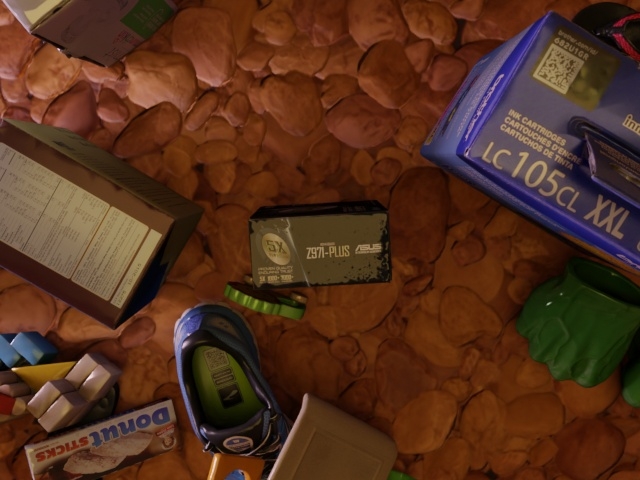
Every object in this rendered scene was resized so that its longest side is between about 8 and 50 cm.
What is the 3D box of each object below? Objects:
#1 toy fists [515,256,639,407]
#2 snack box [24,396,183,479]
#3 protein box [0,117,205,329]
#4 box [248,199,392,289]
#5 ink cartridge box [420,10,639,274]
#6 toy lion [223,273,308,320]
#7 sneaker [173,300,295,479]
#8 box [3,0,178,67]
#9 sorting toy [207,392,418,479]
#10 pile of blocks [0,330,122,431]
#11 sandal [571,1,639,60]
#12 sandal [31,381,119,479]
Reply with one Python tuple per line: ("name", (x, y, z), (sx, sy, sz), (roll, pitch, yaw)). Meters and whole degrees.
("toy fists", (0.372, 0.124, 0.930), (0.279, 0.096, 0.142), (22, 122, -3))
("snack box", (-0.261, 0.251, 0.955), (0.178, 0.022, 0.064), (-16, 96, -25))
("protein box", (-0.262, -0.023, 0.877), (0.201, 0.200, 0.136), (30, 94, -3))
("box", (0.000, 0.000, 0.890), (0.147, 0.180, 0.078), (-3, 97, 1))
("ink cartridge box", (0.265, -0.079, 0.774), (0.270, 0.395, 0.151), (30, 95, -2))
("toy lion", (-0.066, 0.072, 0.938), (0.100, 0.096, 0.034), (21, 95, -2))
("sneaker", (-0.091, 0.238, 0.929), (0.129, 0.147, 0.330), (-26, 96, 3))
("box", (-0.289, -0.319, 0.821), (0.126, 0.262, 0.231), (-39, 93, 3))
("sorting toy", (-0.007, 0.288, 0.890), (0.347, 0.047, 0.196), (37, 70, -40))
("pile of blocks", (-0.428, 0.171, 0.924), (0.362, 0.112, 0.149), (-12, 84, 4))
("sandal", (0.388, -0.242, 0.937), (0.179, 0.040, 0.067), (16, 95, -1))
("sandal", (-0.316, 0.285, 0.978), (0.097, 0.054, 0.255), (8, 95, -1))
